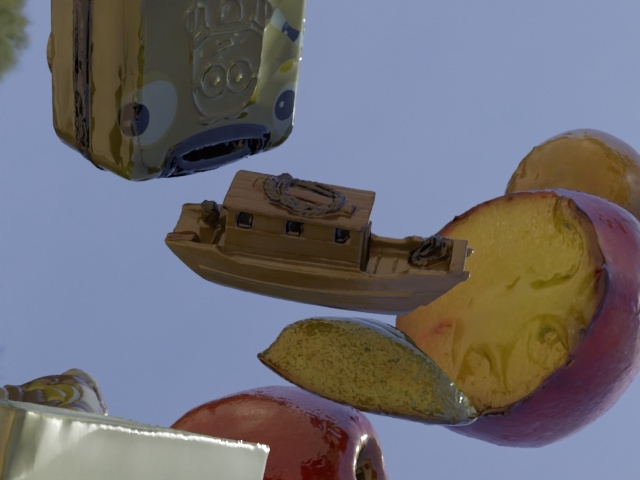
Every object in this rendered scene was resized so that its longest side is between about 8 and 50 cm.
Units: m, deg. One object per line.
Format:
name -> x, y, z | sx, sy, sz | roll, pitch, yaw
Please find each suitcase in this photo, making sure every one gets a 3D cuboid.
suitcase -> -0.120, -0.172, 1.050 | 0.143, 0.194, 0.234 | 27, -59, 40

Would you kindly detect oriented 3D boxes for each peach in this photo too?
peach -> -0.084, 0.358, 1.823 | 0.373, 0.289, 0.372 | -20, -147, 14
peach -> 0.221, 0.079, 1.360 | 0.338, 0.281, 0.281 | 93, 15, -69

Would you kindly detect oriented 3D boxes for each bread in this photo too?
bread -> 0.052, 0.098, 1.072 | 0.188, 0.149, 0.065 | 18, -80, 27

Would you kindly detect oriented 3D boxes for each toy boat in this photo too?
toy boat -> 0.000, 0.000, 0.853 | 0.057, 0.201, 0.077 | -73, 172, -55

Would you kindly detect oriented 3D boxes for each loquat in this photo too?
loquat -> 0.362, -0.028, 1.753 | 0.244, 0.244, 0.243 | -29, -137, 32

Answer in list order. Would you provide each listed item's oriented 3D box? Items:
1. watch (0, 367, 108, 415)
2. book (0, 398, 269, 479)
watch -> -0.367, 0.325, 1.313 | 0.314, 0.335, 0.326 | -141, -136, -75
book -> -0.074, 0.148, 0.455 | 0.013, 0.192, 0.167 | 6, -100, 23
